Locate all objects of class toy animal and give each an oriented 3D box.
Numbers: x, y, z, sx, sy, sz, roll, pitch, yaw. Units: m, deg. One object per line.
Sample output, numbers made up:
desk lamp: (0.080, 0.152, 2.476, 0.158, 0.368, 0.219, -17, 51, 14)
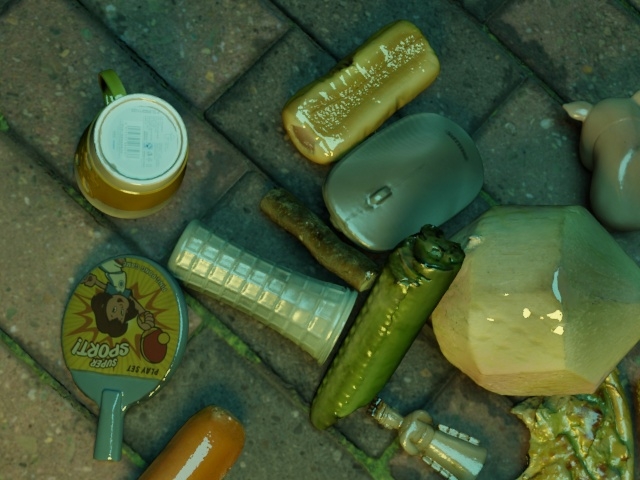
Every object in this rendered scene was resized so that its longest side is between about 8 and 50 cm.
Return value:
toy animal: (0.537, -0.140, 2.044, 0.166, 0.154, 0.250, -7, 75, -5)

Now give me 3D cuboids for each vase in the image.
vase: (-0.101, 0.077, 1.876, 0.298, 0.143, 0.143, 27, 73, 0)

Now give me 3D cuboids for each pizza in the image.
pizza: (0.433, 0.357, 1.940, 0.223, 0.089, 0.324, 8, 75, -13)

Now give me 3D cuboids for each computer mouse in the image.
computer mouse: (0.151, -0.105, 1.961, 0.331, 0.095, 0.197, -35, 82, -34)

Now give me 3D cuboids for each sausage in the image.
sausage: (-0.225, 0.379, 1.791, 0.105, 0.105, 0.274, 39, 72, 0)

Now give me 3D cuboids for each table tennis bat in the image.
table tennis bat: (-0.317, 0.185, 1.821, 0.215, 0.044, 0.329, 6, 84, 15)

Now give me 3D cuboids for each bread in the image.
bread: (0.073, -0.258, 2.010, 0.305, 0.091, 0.142, -39, 92, -17)

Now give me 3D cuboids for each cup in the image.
cup: (-0.309, -0.165, 1.840, 0.185, 0.226, 0.241, -21, 89, -16)

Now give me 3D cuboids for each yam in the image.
yam: (0.000, 0.000, 1.900, 0.061, 0.061, 0.253, -41, 61, -17)

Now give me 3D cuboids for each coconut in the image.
coconut: (0.371, 0.093, 1.879, 0.352, 0.352, 0.353, 3, 76, -11)

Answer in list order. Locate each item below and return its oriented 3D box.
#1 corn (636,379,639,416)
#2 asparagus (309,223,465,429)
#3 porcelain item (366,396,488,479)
corn: (0.607, 0.375, 1.961, 0.102, 0.102, 0.313, -3, 77, -12)
asparagus: (0.099, 0.148, 1.844, 0.108, 0.128, 0.382, 31, 117, 5)
porcelain item: (0.171, 0.328, 1.906, 0.213, 0.054, 0.084, 30, 70, -4)
